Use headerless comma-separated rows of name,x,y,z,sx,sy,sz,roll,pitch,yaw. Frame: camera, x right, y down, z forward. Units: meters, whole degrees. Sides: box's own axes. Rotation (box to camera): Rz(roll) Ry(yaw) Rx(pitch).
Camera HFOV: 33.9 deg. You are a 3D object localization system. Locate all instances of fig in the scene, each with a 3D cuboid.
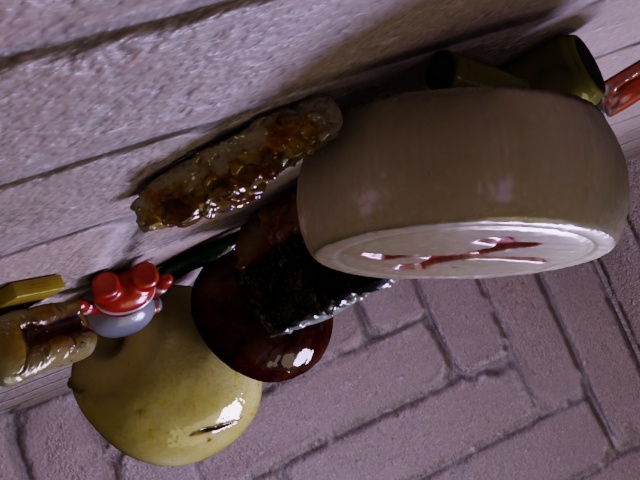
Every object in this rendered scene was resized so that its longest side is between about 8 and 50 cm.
fig,-0.083,0.100,1.620,0.214,0.235,0.235,-10,-175,43

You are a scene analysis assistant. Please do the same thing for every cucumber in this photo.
cucumber,-0.189,0.031,1.538,0.184,0.033,0.036,-26,151,25

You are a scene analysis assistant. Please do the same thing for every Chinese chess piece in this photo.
Chinese chess piece,0.143,-0.049,1.082,0.338,0.141,0.338,0,170,0

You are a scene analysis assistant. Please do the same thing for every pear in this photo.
pear,-0.253,0.219,1.739,0.309,0.309,0.309,-23,174,-3

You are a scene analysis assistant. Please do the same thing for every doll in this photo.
doll,-0.284,0.090,1.506,0.142,0.076,0.245,-13,167,-16

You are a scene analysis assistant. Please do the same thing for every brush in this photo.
brush,0.497,-0.251,1.610,0.070,0.051,0.323,-27,174,-41

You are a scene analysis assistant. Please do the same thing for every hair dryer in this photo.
hair dryer,0.194,-0.165,1.095,0.135,0.090,0.278,-26,167,29

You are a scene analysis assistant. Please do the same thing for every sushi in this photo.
sushi,0.017,0.004,1.418,0.343,0.182,0.196,-26,175,40

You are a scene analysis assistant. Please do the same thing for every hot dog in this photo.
hot dog,-0.342,0.120,1.316,0.073,0.084,0.242,-29,176,9

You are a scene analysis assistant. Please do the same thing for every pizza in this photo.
pizza,-0.080,-0.064,1.010,0.246,0.058,0.127,-27,173,14

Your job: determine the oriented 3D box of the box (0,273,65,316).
box,-0.395,0.084,1.282,0.155,0.023,0.087,-27,176,27
